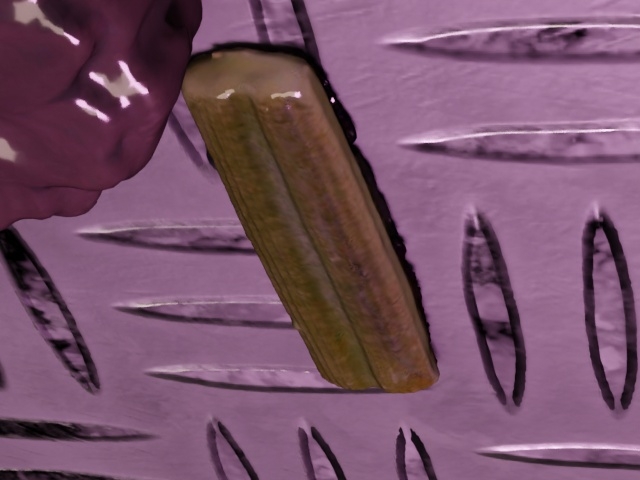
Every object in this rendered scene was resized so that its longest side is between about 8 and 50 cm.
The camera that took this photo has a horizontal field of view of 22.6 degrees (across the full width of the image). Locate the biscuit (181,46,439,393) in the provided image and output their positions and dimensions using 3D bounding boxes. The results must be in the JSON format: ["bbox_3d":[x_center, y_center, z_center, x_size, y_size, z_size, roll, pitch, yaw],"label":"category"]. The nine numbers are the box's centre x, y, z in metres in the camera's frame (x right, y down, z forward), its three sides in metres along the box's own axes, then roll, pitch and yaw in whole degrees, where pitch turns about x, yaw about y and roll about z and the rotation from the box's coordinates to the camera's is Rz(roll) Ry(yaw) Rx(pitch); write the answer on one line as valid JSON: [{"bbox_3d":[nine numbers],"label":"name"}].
[{"bbox_3d":[0.000,0.000,1.034,0.099,0.038,0.322,0,141,22],"label":"biscuit"}]

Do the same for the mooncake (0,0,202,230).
[{"bbox_3d":[-0.208,-0.123,0.863,0.283,0.141,0.283,11,142,8],"label":"mooncake"}]
